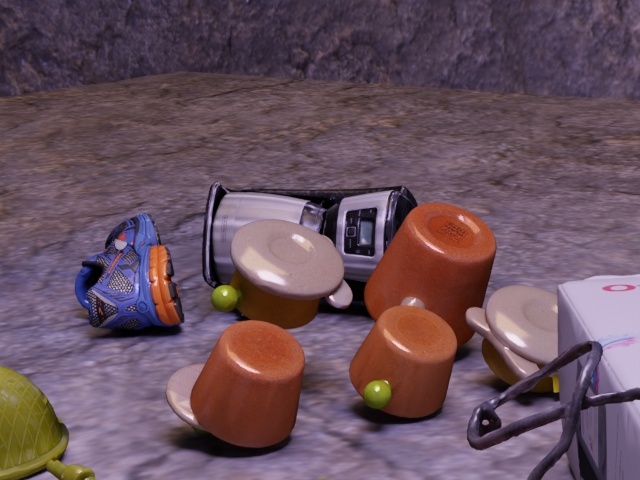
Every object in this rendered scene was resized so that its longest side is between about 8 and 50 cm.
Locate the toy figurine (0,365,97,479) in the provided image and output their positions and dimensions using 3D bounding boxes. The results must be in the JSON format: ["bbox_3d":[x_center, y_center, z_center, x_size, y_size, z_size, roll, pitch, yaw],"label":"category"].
[{"bbox_3d":[-0.307,0.069,0.889,0.362,0.217,0.191,-10,15,-31],"label":"toy figurine"}]

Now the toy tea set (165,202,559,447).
[{"bbox_3d":[0.029,0.079,1.133,0.336,0.124,0.200,-5,42,-30],"label":"toy tea set"}]

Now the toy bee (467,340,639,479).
[{"bbox_3d":[0.042,0.186,0.514,0.298,0.162,0.195,-36,3,-9],"label":"toy bee"}]

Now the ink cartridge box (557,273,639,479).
[{"bbox_3d":[0.259,0.111,0.825,0.226,0.131,0.306,-2,11,2],"label":"ink cartridge box"}]

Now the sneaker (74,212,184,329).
[{"bbox_3d":[-0.181,0.029,1.381,0.087,0.083,0.221,-12,11,-10],"label":"sneaker"}]

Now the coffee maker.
[{"bbox_3d":[0.000,0.000,1.386,0.178,0.120,0.171,2,12,14],"label":"coffee maker"}]
